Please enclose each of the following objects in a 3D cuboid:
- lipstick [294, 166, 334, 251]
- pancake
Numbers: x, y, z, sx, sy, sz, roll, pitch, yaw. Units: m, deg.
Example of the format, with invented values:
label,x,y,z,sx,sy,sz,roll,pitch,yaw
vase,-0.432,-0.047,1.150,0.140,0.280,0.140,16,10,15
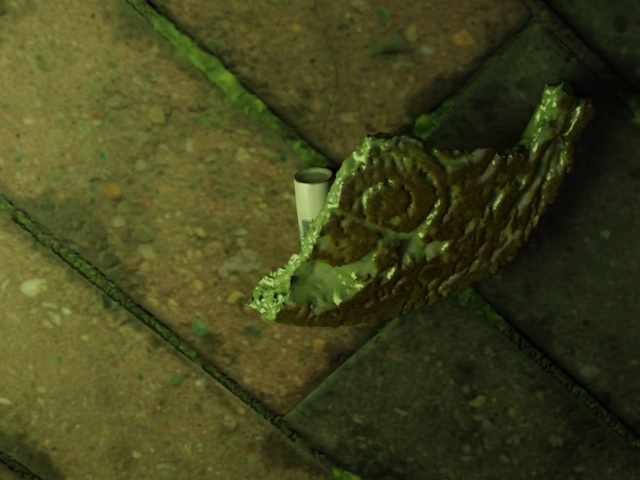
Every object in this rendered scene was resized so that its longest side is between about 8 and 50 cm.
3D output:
label,x,y,z,sx,sy,sz,roll,pitch,yaw
lipstick,0.000,0.000,1.287,0.040,0.040,0.141,-4,116,5
pancake,0.089,-0.032,1.236,0.377,0.054,0.197,-29,124,3
